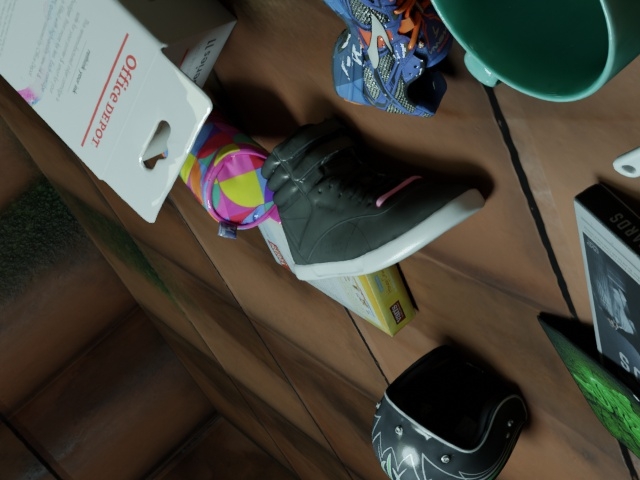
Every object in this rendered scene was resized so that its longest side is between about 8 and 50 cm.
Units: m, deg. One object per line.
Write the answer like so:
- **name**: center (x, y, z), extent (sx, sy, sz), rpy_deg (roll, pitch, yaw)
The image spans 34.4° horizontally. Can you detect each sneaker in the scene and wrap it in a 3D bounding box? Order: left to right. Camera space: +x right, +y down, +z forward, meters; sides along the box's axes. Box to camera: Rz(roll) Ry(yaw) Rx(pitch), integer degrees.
- **sneaker**: center (0.030, -0.050, 0.978), extent (0.296, 0.104, 0.147), rpy_deg (-15, 102, 61)
- **sneaker**: center (0.056, -0.165, 0.733), extent (0.087, 0.083, 0.221), rpy_deg (27, 162, 19)

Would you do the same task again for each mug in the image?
- **mug**: center (0.121, -0.152, 0.540), extent (0.129, 0.097, 0.158), rpy_deg (55, 162, -22)

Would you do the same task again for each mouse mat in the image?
- **mouse mat**: center (0.262, 0.151, 0.915), extent (0.152, 0.007, 0.190), rpy_deg (56, 177, -21)

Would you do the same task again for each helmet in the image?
- **helmet**: center (0.140, 0.220, 1.184), extent (0.169, 0.161, 0.169), rpy_deg (43, 162, 18)

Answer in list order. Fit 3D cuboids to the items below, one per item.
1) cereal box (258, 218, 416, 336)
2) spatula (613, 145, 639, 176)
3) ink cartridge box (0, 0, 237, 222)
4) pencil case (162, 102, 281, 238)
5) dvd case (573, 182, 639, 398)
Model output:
- **cereal box**: center (0.000, 0.000, 1.245), extent (0.240, 0.047, 0.173), rpy_deg (32, 155, 45)
- **spatula**: center (0.263, -0.032, 0.504), extent (0.168, 0.019, 0.242), rpy_deg (30, 161, -9)
- **ink cartridge box**: center (-0.228, -0.215, 1.092), extent (0.353, 0.119, 0.207), rpy_deg (46, 134, 10)
- **pencil case**: center (-0.115, -0.089, 1.179), extent (0.104, 0.104, 0.236), rpy_deg (60, 173, -32)
- **dvd case**: center (0.262, 0.090, 0.764), extent (0.179, 0.029, 0.239), rpy_deg (53, 170, 45)
